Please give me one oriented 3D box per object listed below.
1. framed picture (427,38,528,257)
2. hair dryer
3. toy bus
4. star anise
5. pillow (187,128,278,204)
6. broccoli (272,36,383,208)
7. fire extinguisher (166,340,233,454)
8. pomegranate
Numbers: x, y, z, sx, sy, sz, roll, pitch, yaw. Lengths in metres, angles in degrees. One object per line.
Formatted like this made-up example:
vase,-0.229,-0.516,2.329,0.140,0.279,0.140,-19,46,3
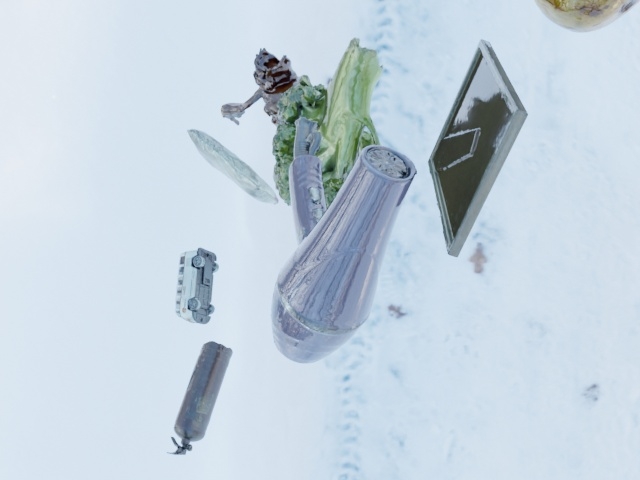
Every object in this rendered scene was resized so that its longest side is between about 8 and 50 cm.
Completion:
framed picture,0.176,-0.117,0.923,0.016,0.250,0.184,17,119,-7
hair dryer,0.002,-0.058,0.990,0.361,0.121,0.301,-104,30,-46
toy bus,-0.324,0.119,2.013,0.089,0.087,0.193,-4,74,26
star anise,-0.105,-0.303,1.725,0.148,0.237,0.346,-46,27,-25
pillow,-0.189,-0.157,1.679,0.229,0.128,0.051,39,88,19
broccoli,0.032,-0.180,1.329,0.254,0.186,0.302,26,106,51
fire extinguisher,-0.268,0.346,1.697,0.072,0.089,0.267,3,57,22
pomegranate,0.453,-0.467,1.316,0.215,0.215,0.215,-2,86,32
